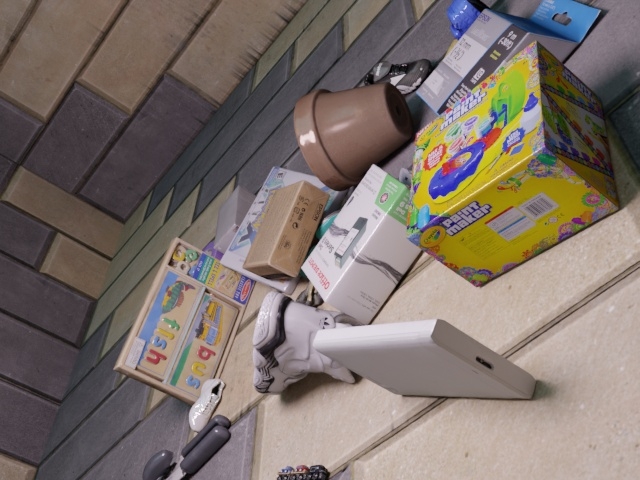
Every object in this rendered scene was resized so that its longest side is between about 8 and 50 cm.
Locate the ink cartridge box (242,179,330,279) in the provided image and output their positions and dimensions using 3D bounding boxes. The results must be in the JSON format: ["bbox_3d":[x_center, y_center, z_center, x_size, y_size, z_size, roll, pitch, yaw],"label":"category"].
[{"bbox_3d":[-0.089,-0.022,1.875,0.193,0.088,0.234,-10,55,65],"label":"ink cartridge box"}]

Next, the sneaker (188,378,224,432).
[{"bbox_3d":[-0.297,0.426,1.931,0.061,0.054,0.152,-25,39,48],"label":"sneaker"}]

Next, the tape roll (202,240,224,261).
[{"bbox_3d":[-0.362,0.101,2.438,0.189,0.080,0.189,-44,26,28],"label":"tape roll"}]

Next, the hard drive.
[{"bbox_3d":[0.149,0.188,1.150,0.308,0.203,0.040,-17,46,57],"label":"hard drive"}]

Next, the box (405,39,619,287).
[{"bbox_3d":[0.314,-0.125,1.255,0.290,0.177,0.279,-37,29,40],"label":"box"}]

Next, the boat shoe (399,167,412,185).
[{"bbox_3d":[0.206,-0.141,1.672,0.100,0.035,0.035,-134,55,-71],"label":"boat shoe"}]

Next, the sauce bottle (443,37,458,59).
[{"bbox_3d":[0.319,-0.437,1.811,0.128,0.042,0.042,-60,23,-10],"label":"sauce bottle"}]

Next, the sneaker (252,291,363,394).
[{"bbox_3d":[-0.024,0.243,1.528,0.365,0.210,0.137,94,-169,-57],"label":"sneaker"}]

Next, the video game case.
[{"bbox_3d":[-0.106,-0.038,2.035,0.300,0.036,0.328,19,76,45],"label":"video game case"}]

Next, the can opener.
[{"bbox_3d":[-0.338,0.528,1.829,0.283,0.095,0.076,-48,26,22],"label":"can opener"}]

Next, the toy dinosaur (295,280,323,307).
[{"bbox_3d":[-0.024,0.139,1.747,0.268,0.064,0.118,-59,16,-12],"label":"toy dinosaur"}]

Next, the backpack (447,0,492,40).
[{"bbox_3d":[0.353,-0.517,1.743,0.101,0.120,0.098,-48,25,21],"label":"backpack"}]

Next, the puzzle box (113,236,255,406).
[{"bbox_3d":[-0.362,0.226,2.039,0.052,0.272,0.408,-28,37,52],"label":"puzzle box"}]

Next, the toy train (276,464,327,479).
[{"bbox_3d":[-0.037,0.448,1.418,0.158,0.027,0.036,-27,34,50],"label":"toy train"}]

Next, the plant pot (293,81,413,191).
[{"bbox_3d":[0.097,-0.279,1.840,0.229,0.263,0.263,-19,41,30],"label":"plant pot"}]

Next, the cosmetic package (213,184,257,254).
[{"bbox_3d":[-0.272,-0.059,2.438,0.127,0.107,0.237,-44,29,28],"label":"cosmetic package"}]

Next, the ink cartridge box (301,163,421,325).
[{"bbox_3d":[0.105,0.006,1.572,0.289,0.122,0.211,-55,23,6],"label":"ink cartridge box"}]

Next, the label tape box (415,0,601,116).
[{"bbox_3d":[0.376,-0.381,1.537,0.347,0.115,0.249,-52,24,17],"label":"label tape box"}]

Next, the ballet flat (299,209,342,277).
[{"bbox_3d":[0.000,0.000,1.862,0.203,0.074,0.074,-56,23,10],"label":"ballet flat"}]

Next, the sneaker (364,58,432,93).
[{"bbox_3d":[0.196,-0.439,1.977,0.234,0.106,0.078,-15,49,58],"label":"sneaker"}]
